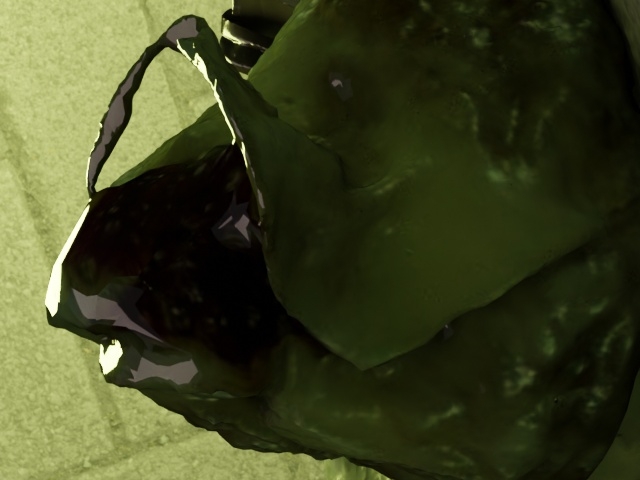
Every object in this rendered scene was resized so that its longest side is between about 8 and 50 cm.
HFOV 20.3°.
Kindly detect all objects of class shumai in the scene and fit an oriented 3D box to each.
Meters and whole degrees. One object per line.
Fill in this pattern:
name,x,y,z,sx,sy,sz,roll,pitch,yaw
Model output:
shumai,0.000,0.000,1.147,0.395,0.348,0.395,172,90,-66

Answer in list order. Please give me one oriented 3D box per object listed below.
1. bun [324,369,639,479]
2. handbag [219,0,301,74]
bun,0.150,0.139,1.383,0.187,0.293,0.293,30,-152,-42
handbag,-0.002,-0.238,1.793,0.285,0.257,0.113,73,-141,-60
